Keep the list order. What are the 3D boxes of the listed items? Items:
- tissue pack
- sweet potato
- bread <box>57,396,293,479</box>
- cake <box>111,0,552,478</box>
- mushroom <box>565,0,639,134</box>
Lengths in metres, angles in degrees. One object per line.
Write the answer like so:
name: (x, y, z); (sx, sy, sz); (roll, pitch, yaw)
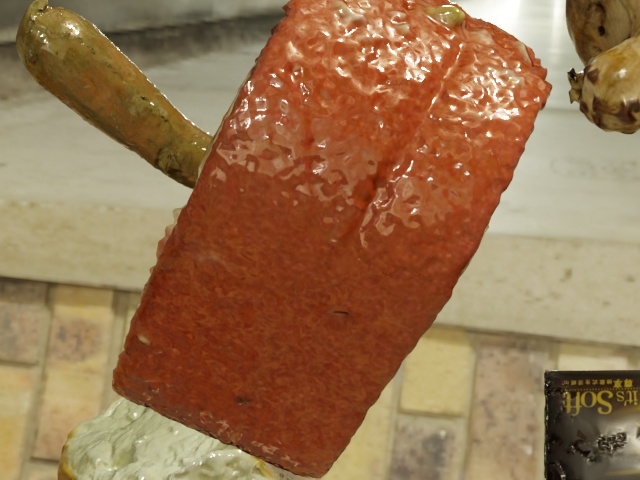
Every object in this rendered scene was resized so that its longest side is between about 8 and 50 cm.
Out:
tissue pack: (0.472, 0.271, 1.453); (0.198, 0.370, 0.209); (26, 62, -61)
sweet potato: (-0.158, -0.110, 1.027); (0.273, 0.075, 0.075); (38, 43, -23)
bread: (-0.138, 0.289, 1.190); (0.250, 0.225, 0.279); (58, -12, -19)
cake: (0.000, 0.000, 0.592); (0.283, 0.151, 0.177); (-57, -169, 42)
mushroom: (0.346, -0.205, 1.052); (0.267, 0.267, 0.254); (50, 41, -75)
